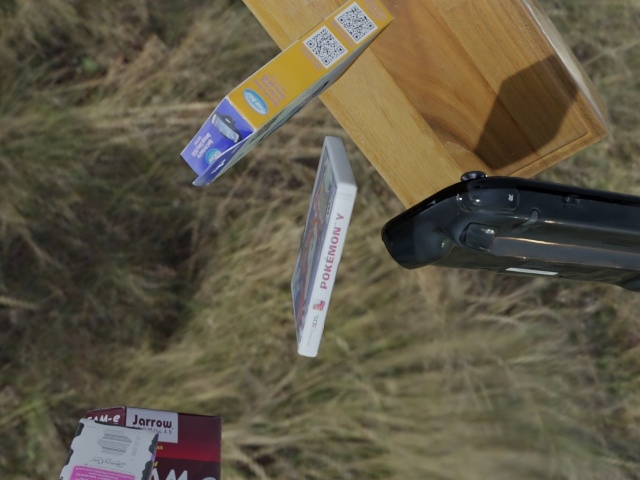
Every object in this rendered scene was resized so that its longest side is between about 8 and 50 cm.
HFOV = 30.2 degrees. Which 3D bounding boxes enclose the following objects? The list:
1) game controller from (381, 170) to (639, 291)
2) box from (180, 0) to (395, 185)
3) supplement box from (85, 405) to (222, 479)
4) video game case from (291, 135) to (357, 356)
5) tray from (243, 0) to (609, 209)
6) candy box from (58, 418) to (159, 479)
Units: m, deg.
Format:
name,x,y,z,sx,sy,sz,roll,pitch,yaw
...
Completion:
name,x,y,z,sx,sy,sz,roll,pitch,yaw
game controller,0.214,-0.003,1.013,0.319,0.166,0.067,7,79,-28
box,-0.024,-0.083,0.667,0.136,0.081,0.028,-40,91,-31
supplement box,-0.170,0.292,1.187,0.130,0.073,0.239,14,69,-42
video game case,0.000,0.000,1.249,0.023,0.183,0.201,11,17,-8
tray,0.065,-0.210,1.054,0.411,0.202,0.076,49,27,-26
candy box,-0.181,0.260,0.917,0.070,0.165,0.196,10,20,-4
